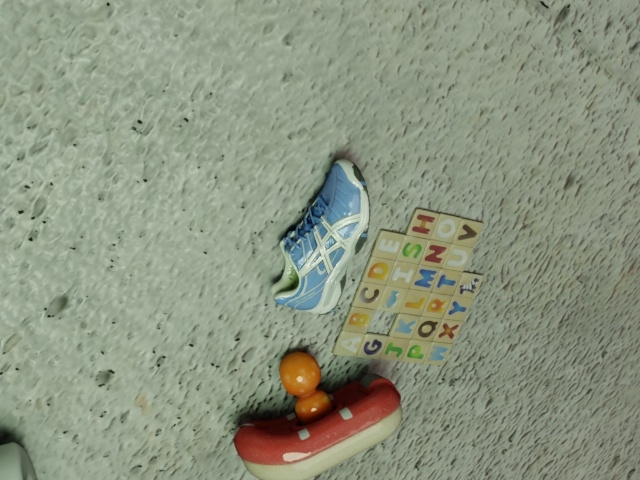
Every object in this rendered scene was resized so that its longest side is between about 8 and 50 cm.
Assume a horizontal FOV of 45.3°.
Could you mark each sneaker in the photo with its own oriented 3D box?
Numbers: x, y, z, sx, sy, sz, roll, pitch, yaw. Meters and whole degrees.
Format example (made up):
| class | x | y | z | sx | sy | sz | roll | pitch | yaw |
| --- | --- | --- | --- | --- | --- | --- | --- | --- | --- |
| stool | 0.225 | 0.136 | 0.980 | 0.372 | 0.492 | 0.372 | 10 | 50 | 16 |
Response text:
| class | x | y | z | sx | sy | sz | roll | pitch | yaw |
| --- | --- | --- | --- | --- | --- | --- | --- | --- | --- |
| sneaker | 0.000 | 0.000 | 0.951 | 0.081 | 0.080 | 0.211 | 5 | 112 | -29 |

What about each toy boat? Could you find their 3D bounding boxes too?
| class | x | y | z | sx | sy | sz | roll | pitch | yaw |
| --- | --- | --- | --- | --- | --- | --- | --- | --- | --- |
| toy boat | -0.013 | 0.224 | 1.045 | 0.231 | 0.151 | 0.151 | -25 | 92 | -11 |

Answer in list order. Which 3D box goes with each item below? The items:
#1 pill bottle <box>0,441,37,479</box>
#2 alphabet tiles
| class | x | y | z | sx | sy | sz | roll | pitch | yaw |
| --- | --- | --- | --- | --- | --- | --- | --- | --- | --- |
| pill bottle | -0.497 | 0.373 | 0.848 | 0.361 | 0.204 | 0.204 | -14 | 120 | -18 |
| alphabet tiles | 0.141 | 0.071 | 1.093 | 0.198 | 0.009 | 0.237 | 10 | 111 | -27 |
